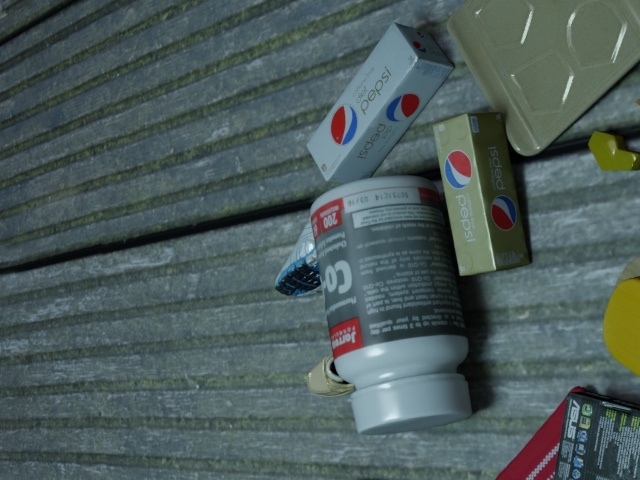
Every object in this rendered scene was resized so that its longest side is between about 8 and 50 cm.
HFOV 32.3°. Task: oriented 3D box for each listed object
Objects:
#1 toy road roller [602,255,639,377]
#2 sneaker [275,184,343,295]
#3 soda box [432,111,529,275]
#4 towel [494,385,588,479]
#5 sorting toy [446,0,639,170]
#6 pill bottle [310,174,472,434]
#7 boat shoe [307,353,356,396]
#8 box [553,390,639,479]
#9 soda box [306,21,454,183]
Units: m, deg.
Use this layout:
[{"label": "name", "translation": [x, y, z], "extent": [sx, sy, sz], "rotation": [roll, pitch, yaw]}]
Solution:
[{"label": "toy road roller", "translation": [0.415, 0.047, 0.881], "extent": [0.329, 0.202, 0.241], "rotation": [37, 126, 45]}, {"label": "sneaker", "translation": [0.000, 0.000, 1.506], "extent": [0.191, 0.071, 0.083], "rotation": [-46, 44, 29]}, {"label": "soda box", "translation": [0.184, -0.053, 1.273], "extent": [0.061, 0.058, 0.181], "rotation": [-14, 85, 53]}, {"label": "towel", "translation": [0.296, 0.313, 1.156], "extent": [0.199, 0.031, 0.275], "rotation": [-57, 50, 26]}, {"label": "sorting toy", "translation": [0.281, -0.200, 1.220], "extent": [0.229, 0.041, 0.307], "rotation": [-44, 62, 40]}, {"label": "pill bottle", "translation": [0.086, 0.079, 1.317], "extent": [0.161, 0.161, 0.283], "rotation": [-26, 67, 45]}, {"label": "boat shoe", "translation": [0.032, 0.166, 1.449], "extent": [0.170, 0.059, 0.063], "rotation": [-29, 66, 44]}, {"label": "box", "translation": [0.315, 0.260, 1.091], "extent": [0.184, 0.045, 0.191], "rotation": [9, 91, 43]}, {"label": "soda box", "translation": [0.073, -0.171, 1.427], "extent": [0.216, 0.069, 0.074], "rotation": [-52, 50, 31]}]
